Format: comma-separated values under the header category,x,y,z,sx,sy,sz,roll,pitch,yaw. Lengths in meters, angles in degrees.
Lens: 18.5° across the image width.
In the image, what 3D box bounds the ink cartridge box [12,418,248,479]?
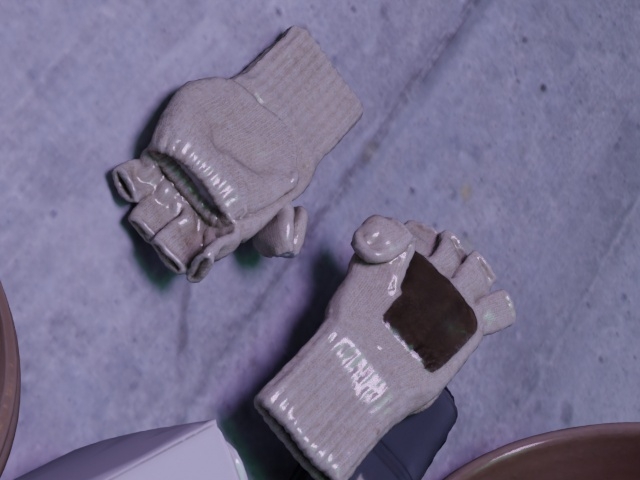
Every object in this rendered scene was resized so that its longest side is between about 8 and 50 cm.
category,x,y,z,sx,sy,sz,roll,pitch,yaw
ink cartridge box,-0.150,0.243,0.899,0.306,0.131,0.226,-23,97,-48

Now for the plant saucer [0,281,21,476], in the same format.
category,x,y,z,sx,sy,sz,roll,pitch,yaw
plant saucer,-0.252,0.030,0.822,0.278,0.041,0.278,18,50,-22

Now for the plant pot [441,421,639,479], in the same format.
category,x,y,z,sx,sy,sz,roll,pitch,yaw
plant pot,0.186,0.271,1.197,0.263,0.263,0.229,-36,126,-45

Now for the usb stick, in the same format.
category,x,y,z,sx,sy,sz,roll,pitch,yaw
usb stick,0.001,0.172,1.140,0.077,0.045,0.278,54,48,-22

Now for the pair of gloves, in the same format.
category,x,y,z,sx,sy,sz,roll,pitch,yaw
pair of gloves,0.000,0.000,1.154,0.204,0.042,0.240,-37,94,-44
